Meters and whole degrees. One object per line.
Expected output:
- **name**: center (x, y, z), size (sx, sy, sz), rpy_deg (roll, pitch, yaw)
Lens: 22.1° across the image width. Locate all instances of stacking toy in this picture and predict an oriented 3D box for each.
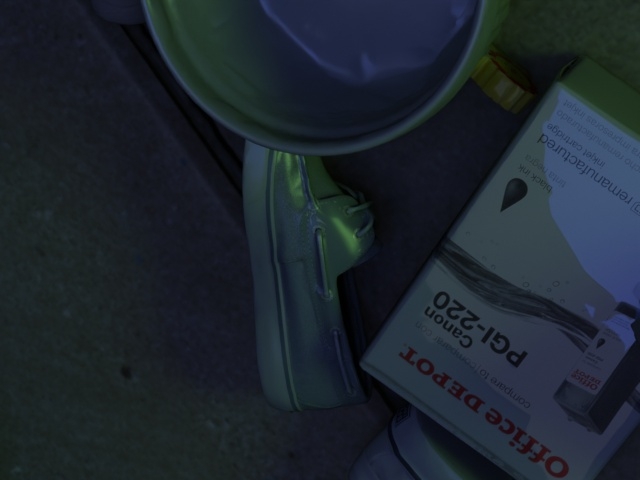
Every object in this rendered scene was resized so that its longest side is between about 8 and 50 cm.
- **stacking toy**: center (0.084, -0.205, 0.944), size (0.221, 0.052, 0.167), rpy_deg (41, 113, 4)

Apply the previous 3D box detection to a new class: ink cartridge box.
- **ink cartridge box**: center (0.148, 0.027, 0.967), size (0.158, 0.092, 0.218), rpy_deg (36, 114, 6)

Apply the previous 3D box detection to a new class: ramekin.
- **ramekin**: center (0.012, -0.158, 0.902), size (0.207, 0.109, 0.207), rpy_deg (7, 109, 22)

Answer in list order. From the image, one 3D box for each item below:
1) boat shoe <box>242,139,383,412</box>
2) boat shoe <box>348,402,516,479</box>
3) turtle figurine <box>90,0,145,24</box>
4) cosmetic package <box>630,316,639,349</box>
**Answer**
- **boat shoe**: center (0.000, 0.001, 1.021), size (0.081, 0.079, 0.227), rpy_deg (0, 111, 10)
- **boat shoe**: center (0.124, 0.220, 1.028), size (0.267, 0.096, 0.088), rpy_deg (46, 117, 3)
- **turtle figurine**: center (-0.119, -0.286, 0.961), size (0.198, 0.274, 0.266), rpy_deg (1, 133, -12)
- **cosmetic package**: center (0.295, 0.108, 0.887), size (0.127, 0.107, 0.238), rpy_deg (-38, 119, 17)
